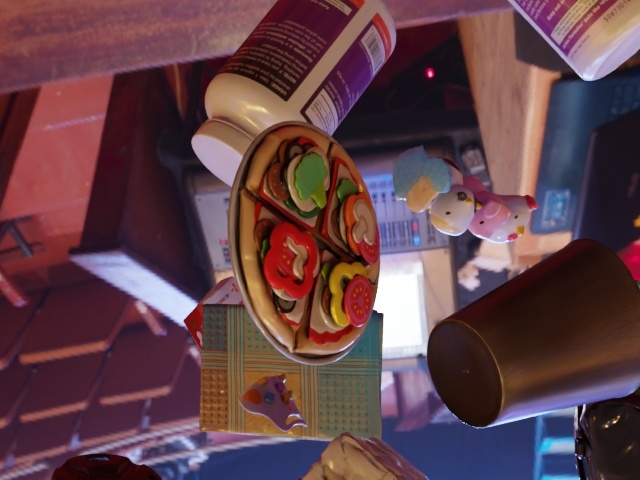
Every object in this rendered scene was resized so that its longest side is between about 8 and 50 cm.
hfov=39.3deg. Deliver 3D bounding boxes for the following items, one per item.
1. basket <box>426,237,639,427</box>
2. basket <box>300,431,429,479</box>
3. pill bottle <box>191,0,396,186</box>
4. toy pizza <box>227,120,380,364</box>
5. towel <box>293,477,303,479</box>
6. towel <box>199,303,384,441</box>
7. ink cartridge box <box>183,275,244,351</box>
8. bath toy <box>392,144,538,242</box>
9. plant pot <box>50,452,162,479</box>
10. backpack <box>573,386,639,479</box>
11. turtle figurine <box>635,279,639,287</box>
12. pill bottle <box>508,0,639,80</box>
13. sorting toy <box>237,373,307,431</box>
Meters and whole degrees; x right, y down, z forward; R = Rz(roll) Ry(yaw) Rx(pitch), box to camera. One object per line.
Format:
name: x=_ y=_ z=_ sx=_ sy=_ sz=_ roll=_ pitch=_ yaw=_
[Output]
basket: x=0.251 y=0.121 z=1.053 sx=0.227 sy=0.204 sz=0.154 roll=-15 pitch=-173 yaw=-31
basket: x=0.062 y=0.439 z=1.009 sx=0.328 sy=0.331 sz=0.266 roll=-49 pitch=162 yaw=-5
pill bottle: x=-0.041 y=-0.225 z=1.285 sx=0.181 sy=0.323 sz=0.181 roll=31 pitch=159 yaw=13
toy pizza: x=0.000 y=0.000 z=0.729 sx=0.032 sy=0.201 sz=0.201 roll=-9 pitch=141 yaw=36
towel: x=0.084 y=0.491 z=1.420 sx=0.282 sy=0.049 sz=0.187 roll=8 pitch=109 yaw=22
towel: x=-0.058 y=0.264 z=1.804 sx=0.370 sy=0.271 sz=0.040 roll=2 pitch=-179 yaw=5
ink cartridge box: x=-0.211 y=0.181 z=1.969 sx=0.045 sy=0.179 sz=0.145 roll=-20 pitch=107 yaw=30
bath toy: x=0.280 y=-0.068 z=1.634 sx=0.129 sy=0.151 sz=0.348 roll=-20 pitch=155 yaw=37
plant pot: x=-0.245 y=0.337 z=0.984 sx=0.167 sy=0.167 sz=0.165 roll=12 pitch=105 yaw=-15
backpack: x=0.574 y=0.330 z=1.643 sx=0.273 sy=0.355 sz=0.290 roll=-10 pitch=105 yaw=7
turtle figurine: x=0.458 y=0.094 z=1.642 sx=0.234 sy=0.118 sz=0.175 roll=14 pitch=144 yaw=30
pill bottle: x=0.317 y=-0.372 z=1.185 sx=0.169 sy=0.301 sz=0.169 roll=-37 pitch=168 yaw=-9
sorting toy: x=-0.052 y=0.216 z=1.168 sx=0.045 sy=0.075 sz=0.083 roll=-50 pitch=155 yaw=21
